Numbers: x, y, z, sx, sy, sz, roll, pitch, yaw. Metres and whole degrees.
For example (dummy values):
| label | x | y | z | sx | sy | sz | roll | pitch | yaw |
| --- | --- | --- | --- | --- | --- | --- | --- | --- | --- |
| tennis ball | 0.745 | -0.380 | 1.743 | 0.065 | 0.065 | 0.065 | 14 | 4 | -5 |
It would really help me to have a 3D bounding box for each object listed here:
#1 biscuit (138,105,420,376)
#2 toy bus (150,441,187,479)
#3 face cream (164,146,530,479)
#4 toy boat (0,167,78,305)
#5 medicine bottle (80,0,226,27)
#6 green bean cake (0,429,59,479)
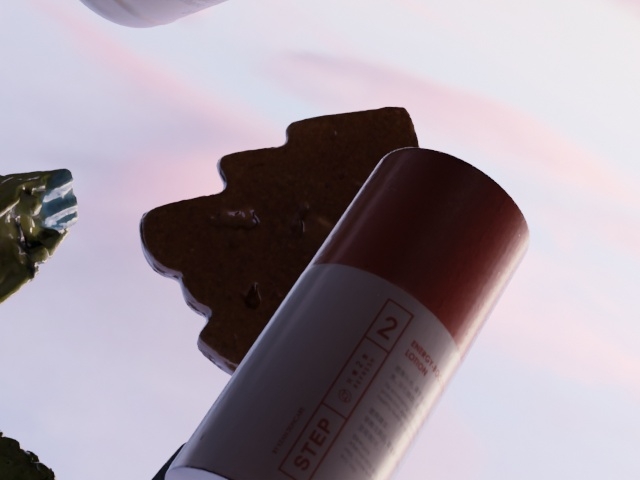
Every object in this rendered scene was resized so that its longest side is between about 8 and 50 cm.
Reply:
| label | x | y | z | sx | sy | sz | roll | pitch | yaw |
| --- | --- | --- | --- | --- | --- | --- | --- | --- | --- |
| biscuit | 0.000 | 0.000 | 1.575 | 0.278 | 0.301 | 0.043 | 38 | 164 | 6 |
| toy bus | -0.028 | 0.327 | 1.544 | 0.323 | 0.194 | 0.162 | 19 | -128 | 27 |
| face cream | 0.018 | 0.060 | 0.864 | 0.096 | 0.096 | 0.214 | 27 | -119 | 14 |
| toy boat | -0.333 | 0.016 | 1.622 | 0.084 | 0.111 | 0.276 | 15 | -145 | 18 |
| medicine bottle | -0.084 | -0.337 | 1.492 | 0.302 | 0.241 | 0.241 | -17 | -179 | 26 |
| green bean cake | -0.399 | 0.339 | 2.011 | 0.200 | 0.214 | 0.113 | 28 | 153 | 36 |
